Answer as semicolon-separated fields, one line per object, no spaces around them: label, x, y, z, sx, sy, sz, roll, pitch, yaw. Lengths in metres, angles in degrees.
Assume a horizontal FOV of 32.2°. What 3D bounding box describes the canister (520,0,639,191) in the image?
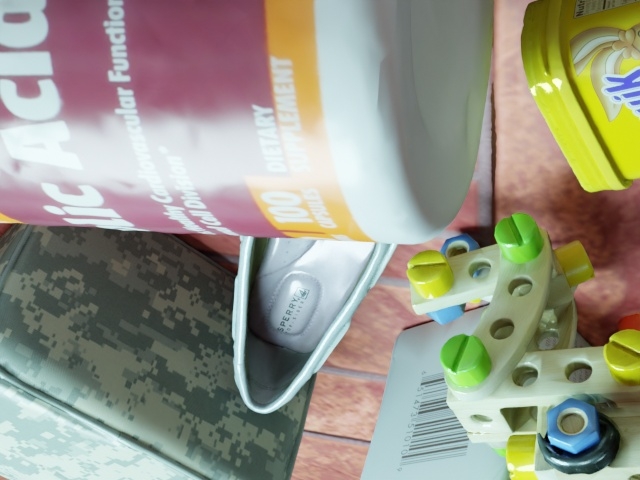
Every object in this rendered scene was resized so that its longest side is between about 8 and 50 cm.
canister;0.212;-0.096;0.602;0.170;0.073;0.126;-11;136;32

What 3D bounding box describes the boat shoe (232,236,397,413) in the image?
boat shoe;-0.003;0.000;0.784;0.118;0.103;0.320;20;137;-3

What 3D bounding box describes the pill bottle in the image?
pill bottle;-0.121;-0.117;0.588;0.392;0.224;0.224;3;142;20

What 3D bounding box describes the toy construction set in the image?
toy construction set;0.208;0.054;0.699;0.328;0.215;0.151;-19;134;34

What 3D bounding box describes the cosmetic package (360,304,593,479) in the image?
cosmetic package;0.217;0.245;0.933;0.156;0.217;0.385;-20;128;40

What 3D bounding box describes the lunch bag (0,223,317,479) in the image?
lunch bag;-0.195;0.126;0.949;0.305;0.212;0.256;33;136;-22
